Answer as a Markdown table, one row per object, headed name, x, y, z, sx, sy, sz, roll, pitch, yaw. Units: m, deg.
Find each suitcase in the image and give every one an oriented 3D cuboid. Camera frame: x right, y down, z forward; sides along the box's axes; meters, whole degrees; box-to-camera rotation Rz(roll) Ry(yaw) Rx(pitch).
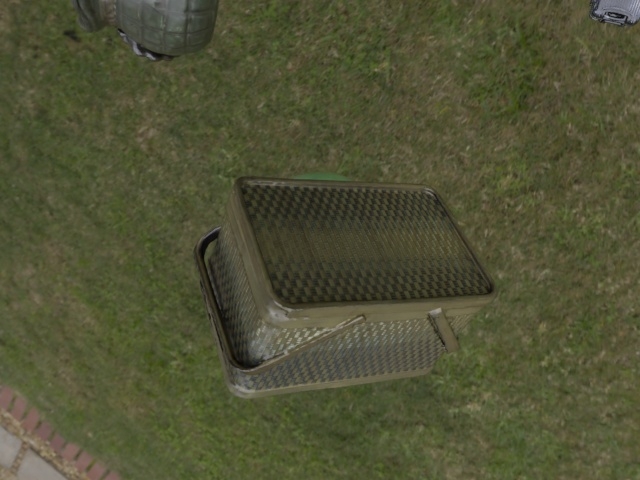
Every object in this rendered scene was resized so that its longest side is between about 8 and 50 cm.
| name | x | y | z | sx | sy | sz | roll | pitch | yaw |
| --- | --- | --- | --- | --- | --- | --- | --- | --- | --- |
| suitcase | 0.510 | -0.426 | 1.027 | 0.086 | 0.059 | 0.126 | 17 | 106 | 12 |

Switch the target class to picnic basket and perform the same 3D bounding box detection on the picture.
| name | x | y | z | sx | sy | sz | roll | pitch | yaw |
| --- | --- | --- | --- | --- | --- | --- | --- | --- | --- |
| picnic basket | 0.019 | 0.042 | 0.612 | 0.266 | 0.165 | 0.139 | 0 | 138 | -28 |

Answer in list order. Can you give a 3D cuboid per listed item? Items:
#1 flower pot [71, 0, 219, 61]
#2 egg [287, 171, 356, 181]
| name | x | y | z | sx | sy | sz | roll | pitch | yaw |
| --- | --- | --- | --- | --- | --- | --- | --- | --- | --- |
| flower pot | -0.257 | -0.435 | 0.955 | 0.213 | 0.302 | 0.302 | 10 | 130 | -15 |
| egg | 0.000 | 0.000 | 0.979 | 0.220 | 0.220 | 0.269 | 47 | 168 | -8 |
